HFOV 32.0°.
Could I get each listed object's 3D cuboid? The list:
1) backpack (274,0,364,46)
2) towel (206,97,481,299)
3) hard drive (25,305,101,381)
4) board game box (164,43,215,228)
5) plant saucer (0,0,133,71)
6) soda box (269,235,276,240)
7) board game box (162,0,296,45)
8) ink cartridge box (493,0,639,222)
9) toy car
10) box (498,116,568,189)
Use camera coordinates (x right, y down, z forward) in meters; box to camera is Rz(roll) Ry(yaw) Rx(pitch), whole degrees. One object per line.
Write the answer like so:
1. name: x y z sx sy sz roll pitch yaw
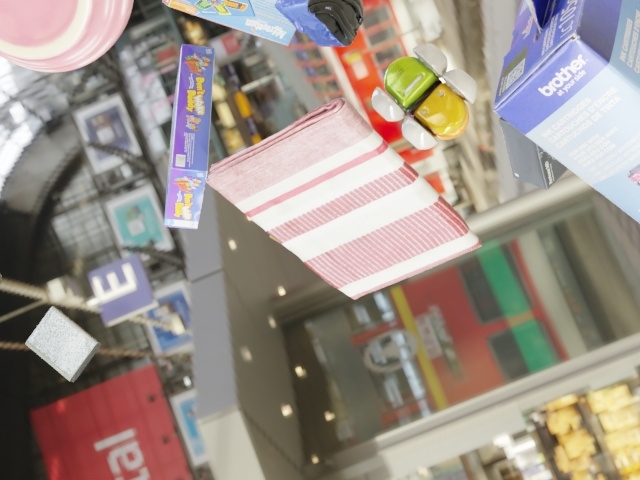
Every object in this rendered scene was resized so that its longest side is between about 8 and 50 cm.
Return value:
1. backpack: 0.002 -0.346 1.648 0.101 0.098 0.120 10 161 46
2. towel: 0.037 -0.047 1.526 0.329 0.237 0.037 41 -141 -36
3. hard drive: -0.516 0.207 2.235 0.135 0.094 0.022 34 176 24
4. board game box: -0.298 -0.235 2.533 0.233 0.078 0.347 110 162 -57
5. plant saucer: -0.464 -0.421 1.780 0.332 0.332 0.084 65 -156 -21
6. soda box: 0.000 0.000 1.954 0.181 0.061 0.058 29 -153 30
7. board game box: -0.136 -0.451 2.002 0.281 0.145 0.027 10 -156 -43
8. ink cartridge box: 0.368 -0.192 1.333 0.395 0.151 0.270 34 -136 -12
9. toy car: 0.197 -0.258 2.050 0.182 0.159 0.136 45 -173 18
10. box: 0.448 -0.214 2.204 0.093 0.158 0.156 27 151 43
